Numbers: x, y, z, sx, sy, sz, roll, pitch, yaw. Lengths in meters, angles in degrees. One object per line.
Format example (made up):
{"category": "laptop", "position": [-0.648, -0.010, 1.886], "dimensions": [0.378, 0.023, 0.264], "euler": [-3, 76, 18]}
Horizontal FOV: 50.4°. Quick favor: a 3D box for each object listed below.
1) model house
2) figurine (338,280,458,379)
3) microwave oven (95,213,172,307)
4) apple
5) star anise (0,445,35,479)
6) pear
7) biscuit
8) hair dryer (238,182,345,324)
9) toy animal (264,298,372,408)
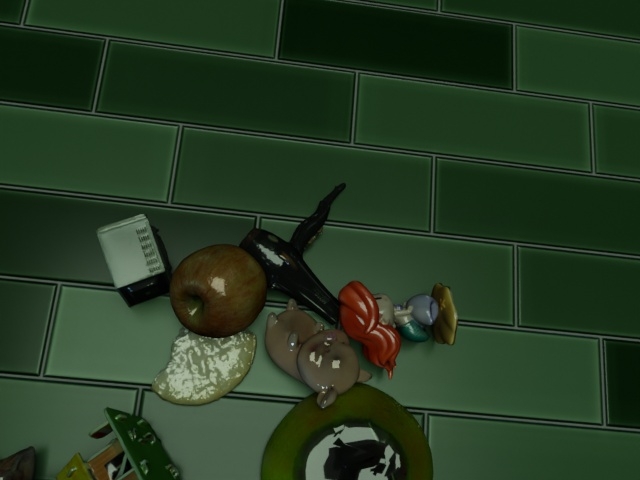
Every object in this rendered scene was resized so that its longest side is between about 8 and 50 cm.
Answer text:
{"category": "model house", "position": [-0.459, 0.537, 1.314], "dimensions": [0.324, 0.340, 0.300], "euler": [-37, 66, -3]}
{"category": "figurine", "position": [0.170, 0.194, 1.575], "dimensions": [0.257, 0.208, 0.180], "euler": [-2, 38, -9]}
{"category": "microwave oven", "position": [-0.407, 0.047, 1.533], "dimensions": [0.129, 0.205, 0.163], "euler": [-21, 79, -12]}
{"category": "apple", "position": [-0.228, 0.113, 1.524], "dimensions": [0.211, 0.211, 0.188], "euler": [40, 34, 6]}
{"category": "star anise", "position": [-0.682, 0.555, 1.358], "dimensions": [0.316, 0.108, 0.315], "euler": [-9, 41, 8]}
{"category": "pear", "position": [0.072, 0.491, 1.466], "dimensions": [0.399, 0.165, 0.398], "euler": [3, 69, -7]}
{"category": "biscuit", "position": [-0.269, 0.277, 1.570], "dimensions": [0.266, 0.040, 0.188], "euler": [-31, 82, -15]}
{"category": "hair dryer", "position": [0.000, 0.000, 1.668], "dimensions": [0.304, 0.120, 0.359], "euler": [37, 64, -4]}
{"category": "toy animal", "position": [-0.019, 0.256, 1.535], "dimensions": [0.166, 0.154, 0.250], "euler": [-34, 52, -29]}
